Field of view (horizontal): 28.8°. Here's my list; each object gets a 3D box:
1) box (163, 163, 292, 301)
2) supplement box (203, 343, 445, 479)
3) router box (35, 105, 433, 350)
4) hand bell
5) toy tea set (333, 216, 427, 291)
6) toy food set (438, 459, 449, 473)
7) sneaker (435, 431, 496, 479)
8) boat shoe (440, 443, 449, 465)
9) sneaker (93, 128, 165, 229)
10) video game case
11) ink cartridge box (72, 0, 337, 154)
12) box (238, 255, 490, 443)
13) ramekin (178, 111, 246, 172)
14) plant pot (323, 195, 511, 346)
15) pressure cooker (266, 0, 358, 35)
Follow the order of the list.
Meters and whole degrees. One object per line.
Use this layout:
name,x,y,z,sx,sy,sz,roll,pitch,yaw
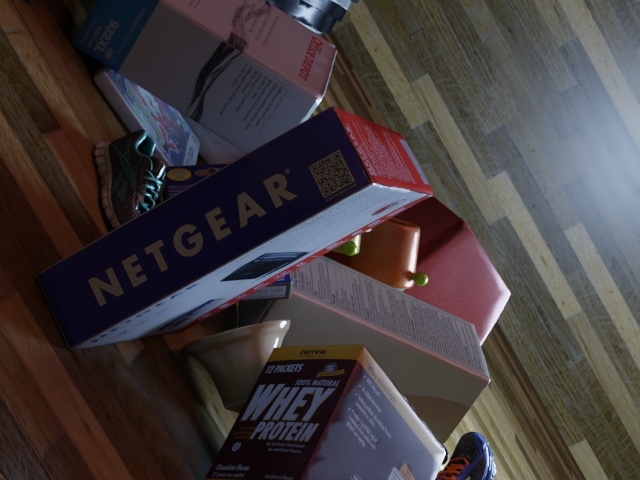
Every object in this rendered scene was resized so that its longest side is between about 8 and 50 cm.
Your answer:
box,-0.121,-0.012,1.552,0.036,0.136,0.225,98,-16,-44
supplement box,0.007,0.245,1.320,0.191,0.129,0.194,54,48,-32
router box,-0.074,-0.007,1.270,0.082,0.335,0.301,63,14,7
hand bell,-0.065,0.220,1.395,0.126,0.126,0.242,15,59,-73
toy tea set,0.000,0.000,1.801,0.200,0.124,0.336,9,10,-33
toy food set,0.232,0.402,2.129,0.306,0.092,0.220,49,17,-41
sneaker,0.195,0.381,1.879,0.087,0.083,0.221,43,57,-25
boat shoe,0.092,0.257,1.893,0.305,0.091,0.109,54,14,-31
sneaker,-0.211,-0.064,1.433,0.065,0.076,0.166,42,23,-53
video game case,-0.232,-0.174,1.701,0.201,0.023,0.183,56,14,-23
ink cartridge box,-0.146,-0.263,1.676,0.307,0.129,0.223,32,26,-9
box,0.053,0.131,1.637,0.311,0.121,0.148,25,25,-15
ramekin,-0.143,-0.242,1.939,0.277,0.135,0.277,56,14,-22
plant pot,0.139,0.067,1.986,0.267,0.235,0.267,53,-5,-34
pressure cooker,-0.076,-0.564,2.289,0.369,0.420,0.375,27,8,-6
